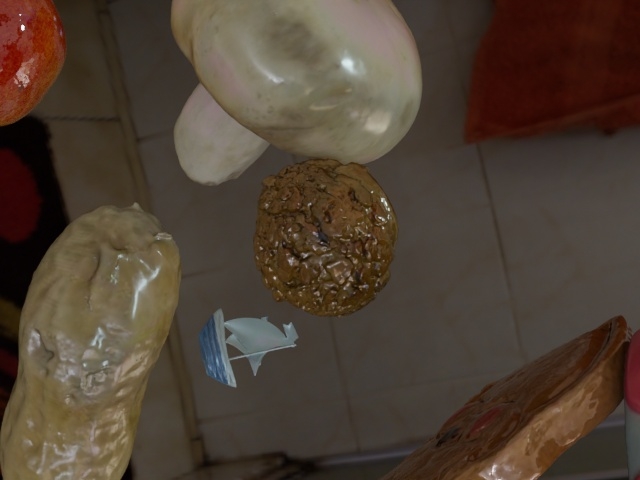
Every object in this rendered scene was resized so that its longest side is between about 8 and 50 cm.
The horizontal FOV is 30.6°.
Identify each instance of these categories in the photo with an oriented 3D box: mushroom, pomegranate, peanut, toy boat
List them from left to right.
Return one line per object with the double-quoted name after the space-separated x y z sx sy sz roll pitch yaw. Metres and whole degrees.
-0.420 -0.239 1.454 0.256 0.221 0.221 56 30 -69 "pomegranate"
-0.148 0.079 0.725 0.099 0.099 0.214 -22 135 -62 "peanut"
-0.106 0.135 1.643 0.149 0.034 0.105 -34 93 -24 "toy boat"
-0.045 -0.251 1.534 0.353 0.353 0.325 6 79 -61 "mushroom"

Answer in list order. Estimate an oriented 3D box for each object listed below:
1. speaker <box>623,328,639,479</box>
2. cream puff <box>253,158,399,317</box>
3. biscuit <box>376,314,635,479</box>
0.400 0.211 1.134 0.294 0.294 0.294 34 50 -53 "speaker"
0.000 0.000 1.167 0.165 0.150 0.115 54 24 -4 "cream puff"
0.158 0.231 1.246 0.078 0.455 0.350 52 -4 0 "biscuit"
